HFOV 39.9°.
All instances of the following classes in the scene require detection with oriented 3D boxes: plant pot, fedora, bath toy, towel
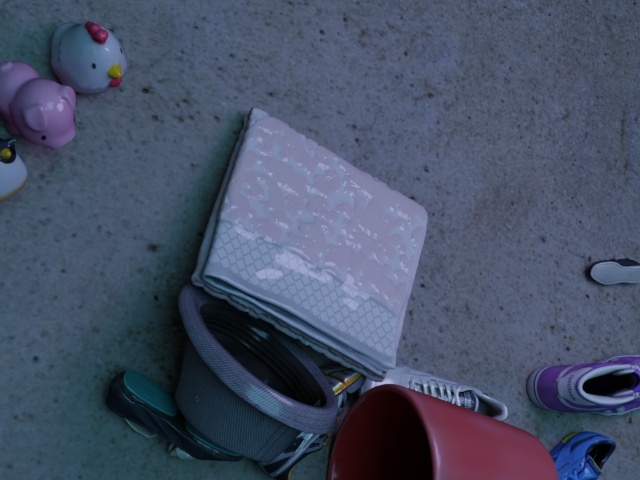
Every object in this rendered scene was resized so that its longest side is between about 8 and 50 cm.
[{"bbox_3d":[0.177,0.348,1.220,0.243,0.275,0.274,12,75,-27],"label":"plant pot"},{"bbox_3d":[-0.105,0.185,1.145,0.244,0.275,0.124,26,104,-47],"label":"fedora"},{"bbox_3d":[-0.376,-0.164,1.112,0.151,0.129,0.348,50,62,-10],"label":"bath toy"},{"bbox_3d":[0.000,0.000,1.274,0.332,0.053,0.316,30,52,-21],"label":"towel"}]

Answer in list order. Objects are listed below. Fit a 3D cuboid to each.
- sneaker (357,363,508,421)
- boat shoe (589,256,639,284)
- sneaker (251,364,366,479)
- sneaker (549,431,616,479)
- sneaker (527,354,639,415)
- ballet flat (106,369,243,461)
[{"bbox_3d":[0.169,0.236,1.332,0.235,0.095,0.090,14,76,-22],"label":"sneaker"},{"bbox_3d":[0.530,0.050,1.582,0.125,0.038,0.046,0,122,-22],"label":"boat shoe"},{"bbox_3d":[-0.014,0.252,1.250,0.215,0.084,0.083,-36,108,-23],"label":"sneaker"},{"bbox_3d":[0.397,0.382,1.427,0.209,0.082,0.069,-35,99,-26],"label":"sneaker"},{"bbox_3d":[0.504,0.243,1.464,0.282,0.161,0.102,-3,80,-29],"label":"sneaker"},{"bbox_3d":[-0.195,0.243,1.163,0.203,0.074,0.074,35,67,-17],"label":"ballet flat"}]
